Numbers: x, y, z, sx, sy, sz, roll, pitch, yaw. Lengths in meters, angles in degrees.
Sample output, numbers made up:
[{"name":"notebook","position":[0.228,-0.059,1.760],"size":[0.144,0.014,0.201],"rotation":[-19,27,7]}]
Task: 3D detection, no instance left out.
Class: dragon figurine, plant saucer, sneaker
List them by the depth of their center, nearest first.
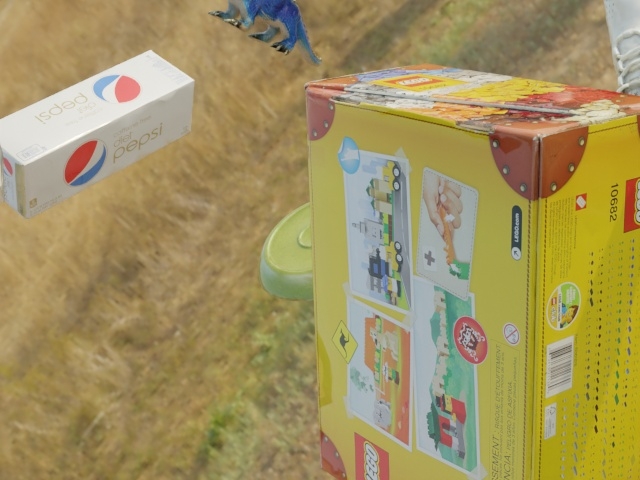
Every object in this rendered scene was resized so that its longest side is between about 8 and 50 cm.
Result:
[{"name":"sneaker","position":[0.433,-0.210,1.366],"size":[0.129,0.297,0.111],"rotation":[-18,-4,-41]},{"name":"dragon figurine","position":[-0.057,-0.337,1.442],"size":[0.085,0.289,0.144],"rotation":[36,100,49]},{"name":"plant saucer","position":[0.000,0.000,1.716],"size":[0.241,0.037,0.241],"rotation":[-19,36,14]}]

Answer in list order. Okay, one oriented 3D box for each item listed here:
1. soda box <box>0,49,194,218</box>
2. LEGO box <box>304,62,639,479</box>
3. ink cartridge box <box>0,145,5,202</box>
[{"name":"soda box","position":[-0.227,-0.108,1.053],"size":[0.216,0.069,0.074],"rotation":[-34,-30,-37]},{"name":"LEGO box","position":[0.168,0.080,1.179],"size":[0.193,0.500,0.372],"rotation":[-14,22,-33]},{"name":"ink cartridge box","position":[-0.314,-0.056,0.904],"size":[0.028,0.083,0.048],"rotation":[106,157,-61]}]
